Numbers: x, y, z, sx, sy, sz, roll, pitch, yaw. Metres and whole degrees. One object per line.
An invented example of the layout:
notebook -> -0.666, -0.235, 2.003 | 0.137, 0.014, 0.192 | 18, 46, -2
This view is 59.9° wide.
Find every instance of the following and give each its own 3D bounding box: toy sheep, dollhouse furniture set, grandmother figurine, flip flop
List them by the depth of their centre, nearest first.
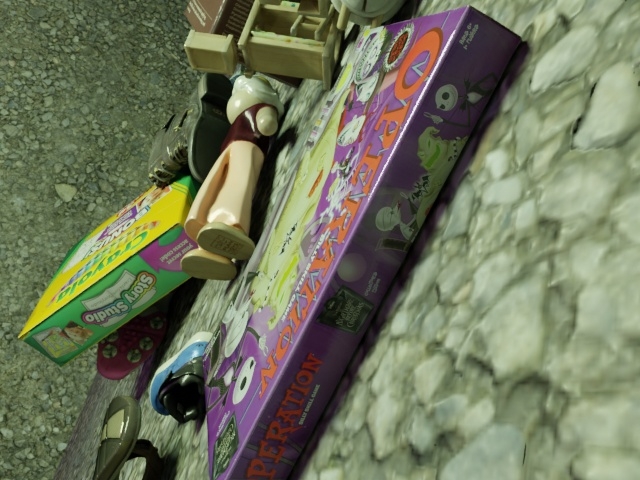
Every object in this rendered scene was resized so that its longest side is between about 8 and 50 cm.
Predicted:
toy sheep -> 0.047, -0.250, 0.540 | 0.091, 0.091, 0.132 | -56, 17, 28
dollhouse furniture set -> -0.068, -0.280, 0.647 | 0.161, 0.182, 0.101 | 85, -163, -63
flip flop -> -0.242, 0.298, 0.698 | 0.112, 0.080, 0.277 | -104, 26, -54
grandmother figurine -> -0.117, -0.119, 0.807 | 0.208, 0.104, 0.342 | -37, 36, 40

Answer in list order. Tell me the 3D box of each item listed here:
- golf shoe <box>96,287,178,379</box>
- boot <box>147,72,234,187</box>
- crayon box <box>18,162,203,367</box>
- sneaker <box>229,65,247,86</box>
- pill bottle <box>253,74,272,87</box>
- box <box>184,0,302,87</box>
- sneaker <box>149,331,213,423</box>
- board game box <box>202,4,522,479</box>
golf shoe -> -0.373, 0.172, 1.156 | 0.306, 0.115, 0.140 | -75, 11, -47
boot -> -0.241, -0.159, 1.002 | 0.229, 0.091, 0.262 | -34, 44, 37
crayon box -> -0.360, 0.025, 1.061 | 0.363, 0.106, 0.313 | -34, 26, 11
sneaker -> -0.207, -0.461, 1.536 | 0.135, 0.052, 0.058 | -35, 25, 44
pill bottle -> -0.118, -0.255, 1.014 | 0.065, 0.065, 0.116 | -57, 21, 26
box -> -0.082, -0.379, 0.850 | 0.203, 0.167, 0.168 | -57, 38, 24
sneaker -> -0.166, 0.179, 0.644 | 0.152, 0.058, 0.084 | -47, 18, 30
board game box -> 0.000, 0.000, 0.434 | 0.346, 0.056, 0.208 | -63, 23, 8
